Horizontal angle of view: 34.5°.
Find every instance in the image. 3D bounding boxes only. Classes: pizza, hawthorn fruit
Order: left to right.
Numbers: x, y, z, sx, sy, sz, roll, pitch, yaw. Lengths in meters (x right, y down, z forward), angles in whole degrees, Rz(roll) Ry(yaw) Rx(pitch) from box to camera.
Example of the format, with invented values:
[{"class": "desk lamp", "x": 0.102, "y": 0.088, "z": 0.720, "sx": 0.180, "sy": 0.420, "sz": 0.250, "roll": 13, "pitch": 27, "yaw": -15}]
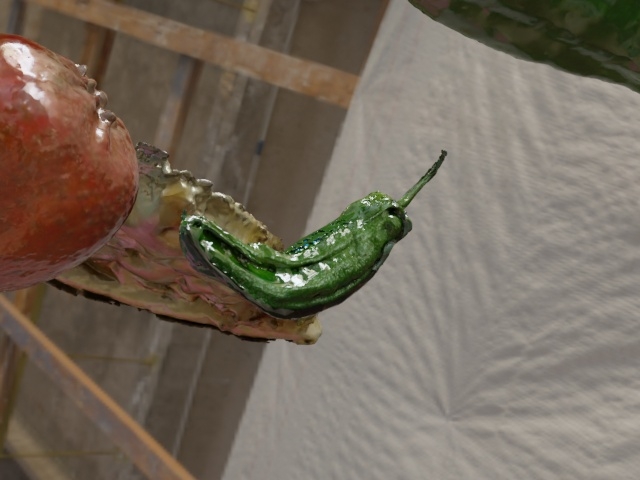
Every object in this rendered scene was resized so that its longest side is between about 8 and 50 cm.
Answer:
[{"class": "hawthorn fruit", "x": -0.248, "y": -0.007, "z": 0.643, "sx": 0.285, "sy": 0.165, "sz": 0.165, "roll": -39, "pitch": -136, "yaw": -10}, {"class": "pizza", "x": -0.168, "y": 0.034, "z": 1.204, "sx": 0.435, "sy": 0.392, "sz": 0.080, "roll": -9, "pitch": -122, "yaw": 50}]

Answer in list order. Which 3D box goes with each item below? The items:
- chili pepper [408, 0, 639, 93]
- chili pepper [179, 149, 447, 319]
[{"class": "chili pepper", "x": 0.144, "y": -0.093, "z": 0.348, "sx": 0.074, "sy": 0.257, "sz": 0.100, "roll": -148, "pitch": -119, "yaw": -69}, {"class": "chili pepper", "x": 0.000, "y": 0.001, "z": 0.951, "sx": 0.065, "sy": 0.279, "sz": 0.122, "roll": 27, "pitch": -52, "yaw": 49}]
